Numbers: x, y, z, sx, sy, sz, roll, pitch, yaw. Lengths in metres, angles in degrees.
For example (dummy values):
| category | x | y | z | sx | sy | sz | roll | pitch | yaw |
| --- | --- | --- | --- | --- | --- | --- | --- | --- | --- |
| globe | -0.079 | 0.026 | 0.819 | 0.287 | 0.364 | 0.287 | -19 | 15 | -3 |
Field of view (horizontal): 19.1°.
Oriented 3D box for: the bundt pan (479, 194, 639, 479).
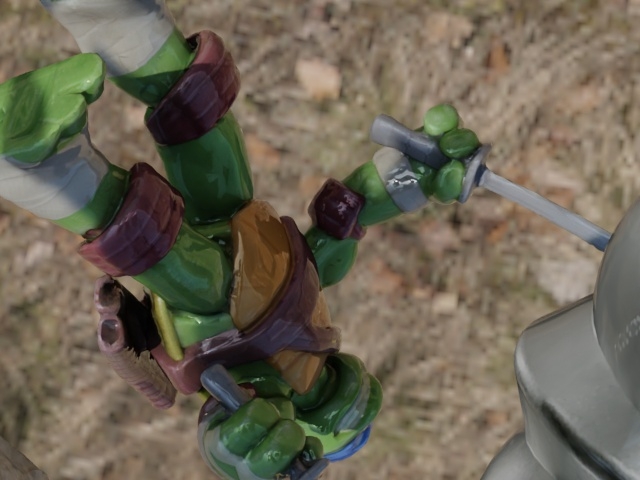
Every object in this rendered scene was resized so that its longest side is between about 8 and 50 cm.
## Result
| category | x | y | z | sx | sy | sz | roll | pitch | yaw |
| --- | --- | --- | --- | --- | --- | --- | --- | --- | --- |
| bundt pan | 0.158 | 0.101 | 0.442 | 0.124 | 0.331 | 0.331 | 4 | 164 | -44 |

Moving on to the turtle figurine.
| category | x | y | z | sx | sy | sz | roll | pitch | yaw |
| --- | --- | --- | --- | --- | --- | --- | --- | --- | --- |
| turtle figurine | 0.000 | 0.000 | 0.780 | 0.266 | 0.198 | 0.275 | 50 | 168 | -33 |

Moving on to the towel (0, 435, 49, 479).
| category | x | y | z | sx | sy | sz | roll | pitch | yaw |
| --- | --- | --- | --- | --- | --- | --- | --- | --- | --- |
| towel | -0.038 | 0.147 | 0.462 | 0.049 | 0.187 | 0.282 | -35 | 134 | 2 |
